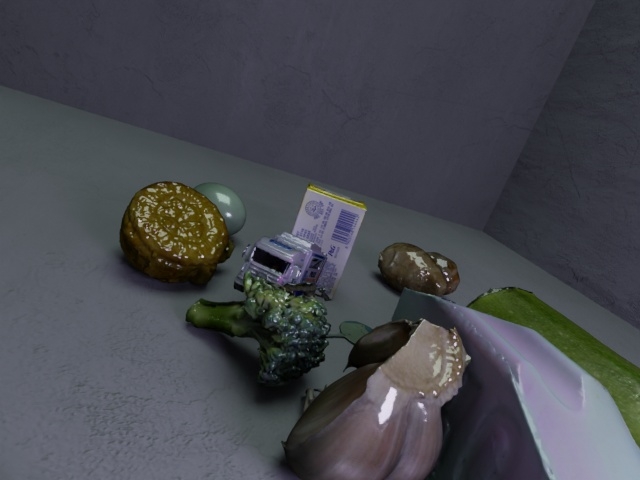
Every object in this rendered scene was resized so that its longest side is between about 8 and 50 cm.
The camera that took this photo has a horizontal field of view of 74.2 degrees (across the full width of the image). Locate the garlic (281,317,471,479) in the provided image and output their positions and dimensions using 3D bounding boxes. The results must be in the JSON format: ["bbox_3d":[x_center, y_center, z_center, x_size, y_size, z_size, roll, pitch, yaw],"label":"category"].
[{"bbox_3d":[0.061,0.225,0.594,0.210,0.292,0.238,22,40,-24],"label":"garlic"}]

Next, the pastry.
[{"bbox_3d":[-0.313,-0.016,0.931,0.235,0.132,0.240,37,42,-4],"label":"pastry"}]

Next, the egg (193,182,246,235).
[{"bbox_3d":[-0.304,-0.089,1.234,0.192,0.150,0.149,25,18,19],"label":"egg"}]

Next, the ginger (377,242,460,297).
[{"bbox_3d":[0.344,0.108,1.409,0.303,0.156,0.244,14,9,-46],"label":"ginger"}]

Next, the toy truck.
[{"bbox_3d":[-0.076,0.061,0.933,0.124,0.156,0.268,24,-2,13],"label":"toy truck"}]

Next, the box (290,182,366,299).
[{"bbox_3d":[0.000,0.000,1.118,0.168,0.266,0.097,18,15,-1],"label":"box"}]

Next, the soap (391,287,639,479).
[{"bbox_3d":[0.241,0.253,0.626,0.156,0.262,0.446,12,20,-17],"label":"soap"}]

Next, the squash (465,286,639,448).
[{"bbox_3d":[0.416,0.279,0.748,0.262,0.263,0.384,14,18,-19],"label":"squash"}]

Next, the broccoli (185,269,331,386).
[{"bbox_3d":[-0.120,0.136,0.715,0.274,0.199,0.177,17,61,11],"label":"broccoli"}]

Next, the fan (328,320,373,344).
[{"bbox_3d":[0.072,0.218,0.972,0.175,0.005,0.113,9,21,-37],"label":"fan"}]
